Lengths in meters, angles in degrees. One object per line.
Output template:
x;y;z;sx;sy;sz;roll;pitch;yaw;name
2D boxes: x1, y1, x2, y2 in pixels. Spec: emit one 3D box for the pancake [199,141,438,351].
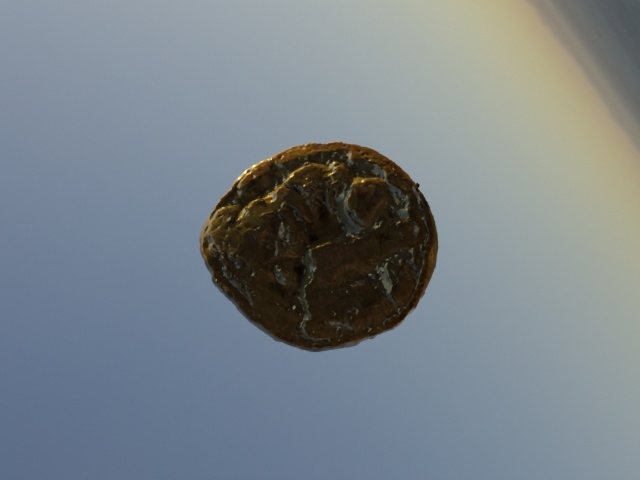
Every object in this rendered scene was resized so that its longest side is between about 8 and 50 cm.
0.000;0.000;0.594;0.028;0.158;0.158;79;169;-58;pancake
